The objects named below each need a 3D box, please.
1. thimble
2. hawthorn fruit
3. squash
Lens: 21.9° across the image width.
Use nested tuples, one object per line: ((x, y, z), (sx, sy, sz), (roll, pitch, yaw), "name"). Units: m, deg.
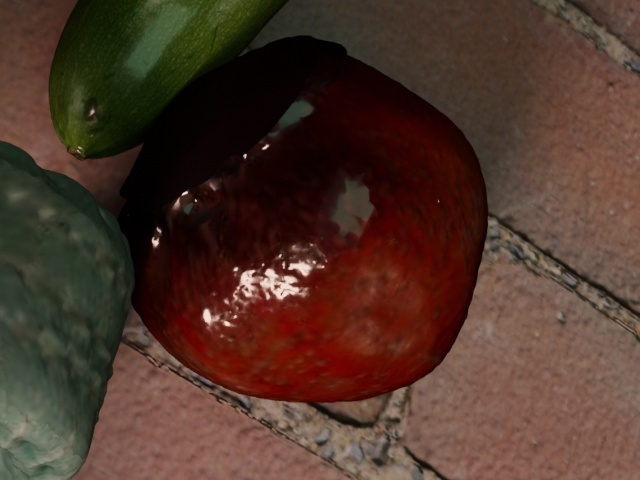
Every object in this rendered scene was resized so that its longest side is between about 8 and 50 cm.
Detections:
((-0.206, 0.038, 0.866), (0.235, 0.198, 0.143), (46, 51, -47), "thimble")
((0.000, 0.000, 1.000), (0.250, 0.215, 0.215), (19, 66, -49), "hawthorn fruit")
((-0.047, -0.201, 1.077), (0.107, 0.107, 0.395), (48, 59, -12), "squash")
